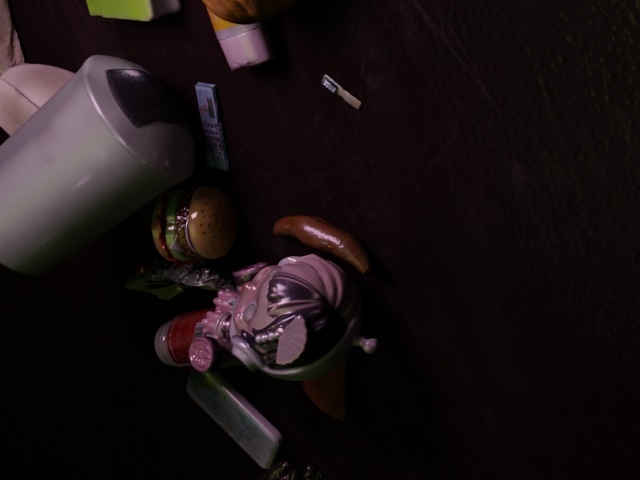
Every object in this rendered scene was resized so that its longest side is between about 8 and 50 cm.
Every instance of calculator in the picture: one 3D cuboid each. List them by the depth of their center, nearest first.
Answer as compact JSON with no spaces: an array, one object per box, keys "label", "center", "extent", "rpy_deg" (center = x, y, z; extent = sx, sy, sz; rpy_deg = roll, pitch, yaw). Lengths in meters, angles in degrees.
[{"label":"calculator","center":[-0.208,-0.217,1.742],"extent":[0.057,0.018,0.172],"rpy_deg":[15,123,36]}]

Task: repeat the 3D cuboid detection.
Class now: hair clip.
[{"label":"hair clip","center":[-0.294,0.070,1.938],"extent":[0.321,0.138,0.091],"rpy_deg":[-5,73,46]}]

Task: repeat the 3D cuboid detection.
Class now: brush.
[{"label":"brush","center":[0.033,-0.243,1.494],"extent":[0.083,0.013,0.016],"rpy_deg":[40,134,16]}]

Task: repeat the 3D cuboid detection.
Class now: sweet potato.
[{"label":"sweet potato","center":[-0.006,-0.008,1.649],"extent":[0.255,0.058,0.078],"rpy_deg":[20,148,40]}]

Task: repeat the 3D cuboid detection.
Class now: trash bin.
[{"label":"trash bin","center":[-0.447,-0.147,1.725],"extent":[0.432,0.280,0.280],"rpy_deg":[-35,89,17]}]

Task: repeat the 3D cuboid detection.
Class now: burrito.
[{"label":"burrito","center":[-0.755,-0.485,2.040],"extent":[0.175,0.107,0.348],"rpy_deg":[7,123,26]}]

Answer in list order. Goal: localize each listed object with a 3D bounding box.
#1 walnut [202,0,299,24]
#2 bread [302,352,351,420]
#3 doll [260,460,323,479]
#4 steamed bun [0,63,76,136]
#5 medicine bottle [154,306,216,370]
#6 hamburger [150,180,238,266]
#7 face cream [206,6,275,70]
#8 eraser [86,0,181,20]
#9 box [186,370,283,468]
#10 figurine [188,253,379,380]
[{"label":"walnut","center":[-0.112,-0.437,1.378],"extent":[0.195,0.195,0.221],"rpy_deg":[8,130,41]},{"label":"bread","center":[0.008,0.261,1.796],"extent":[0.119,0.067,0.192],"rpy_deg":[24,129,32]},{"label":"doll","center":[-0.061,0.548,2.051],"extent":[0.139,0.057,0.165],"rpy_deg":[39,126,9]},{"label":"steamed bun","center":[-0.564,-0.273,1.936],"extent":[0.242,0.164,0.146],"rpy_deg":[36,133,24]},{"label":"medicine bottle","center":[-0.248,0.213,1.966],"extent":[0.250,0.131,0.131],"rpy_deg":[-13,105,48]},{"label":"hamburger","center":[-0.238,-0.031,1.784],"extent":[0.137,0.175,0.175],"rpy_deg":[0,115,30]},{"label":"face cream","center":[-0.156,-0.421,1.519],"extent":[0.107,0.073,0.269],"rpy_deg":[3,118,52]},{"label":"eraser","center":[-0.364,-0.541,1.632],"extent":[0.210,0.092,0.274],"rpy_deg":[15,126,39]},{"label":"box","center":[-0.201,0.399,2.108],"extent":[0.285,0.044,0.142],"rpy_deg":[40,141,19]},{"label":"figurine","center":[-0.066,0.141,1.691],"extent":[0.211,0.253,0.361],"rpy_deg":[27,155,-27]}]
